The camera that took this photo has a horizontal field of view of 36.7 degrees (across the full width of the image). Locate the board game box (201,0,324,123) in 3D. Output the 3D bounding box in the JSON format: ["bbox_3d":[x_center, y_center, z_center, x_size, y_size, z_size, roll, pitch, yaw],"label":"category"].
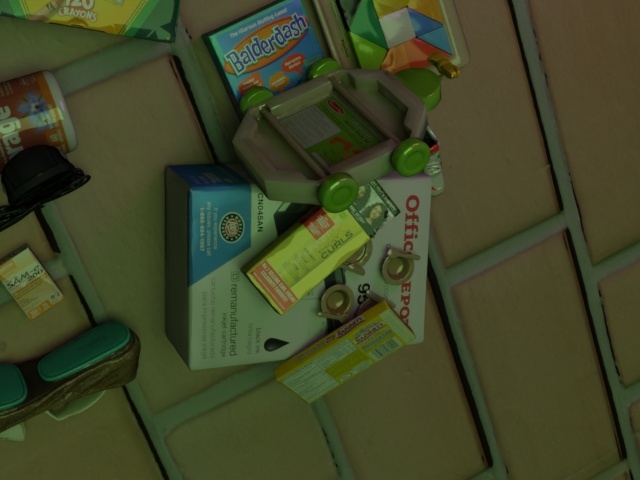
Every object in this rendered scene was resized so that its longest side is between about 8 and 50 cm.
[{"bbox_3d":[-0.068,-0.254,1.501,0.160,0.047,0.210,-29,112,-13],"label":"board game box"}]

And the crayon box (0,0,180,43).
[{"bbox_3d":[-0.334,-0.380,1.344,0.278,0.081,0.166,5,102,-23],"label":"crayon box"}]

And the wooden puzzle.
[{"bbox_3d":[0.120,-0.346,1.554,0.238,0.044,0.221,-27,111,-14],"label":"wooden puzzle"}]

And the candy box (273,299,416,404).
[{"bbox_3d":[0.038,0.174,1.483,0.205,0.027,0.105,-33,136,9],"label":"candy box"}]

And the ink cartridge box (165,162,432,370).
[{"bbox_3d":[-0.035,0.027,1.522,0.394,0.166,0.286,-4,106,-22],"label":"ink cartridge box"}]

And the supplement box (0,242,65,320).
[{"bbox_3d":[-0.436,0.062,1.443,0.062,0.036,0.098,-35,113,-10],"label":"supplement box"}]

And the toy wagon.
[{"bbox_3d":[0.050,-0.171,1.402,0.344,0.267,0.068,-26,137,-15],"label":"toy wagon"}]

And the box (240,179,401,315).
[{"bbox_3d":[0.000,0.000,1.396,0.232,0.058,0.087,-40,101,-8],"label":"box"}]

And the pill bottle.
[{"bbox_3d":[-0.457,-0.149,1.334,0.216,0.121,0.121,-21,110,-16],"label":"pill bottle"}]

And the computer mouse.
[{"bbox_3d":[-0.418,-0.069,1.314,0.184,0.262,0.060,-31,93,-6],"label":"computer mouse"}]

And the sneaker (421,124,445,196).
[{"bbox_3d":[0.174,-0.139,1.612,0.057,0.075,0.161,-29,112,-13],"label":"sneaker"}]

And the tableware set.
[{"bbox_3d":[0.069,0.066,1.471,0.141,0.020,0.169,16,97,-26],"label":"tableware set"}]

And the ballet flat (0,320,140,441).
[{"bbox_3d":[-0.431,0.233,1.465,0.342,0.116,0.124,-22,130,-19],"label":"ballet flat"}]
